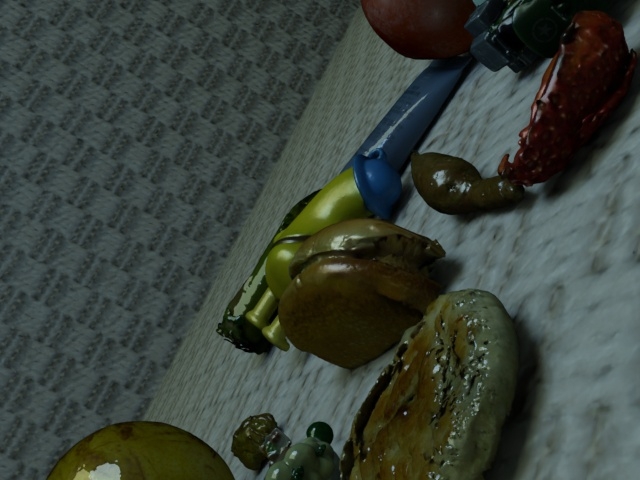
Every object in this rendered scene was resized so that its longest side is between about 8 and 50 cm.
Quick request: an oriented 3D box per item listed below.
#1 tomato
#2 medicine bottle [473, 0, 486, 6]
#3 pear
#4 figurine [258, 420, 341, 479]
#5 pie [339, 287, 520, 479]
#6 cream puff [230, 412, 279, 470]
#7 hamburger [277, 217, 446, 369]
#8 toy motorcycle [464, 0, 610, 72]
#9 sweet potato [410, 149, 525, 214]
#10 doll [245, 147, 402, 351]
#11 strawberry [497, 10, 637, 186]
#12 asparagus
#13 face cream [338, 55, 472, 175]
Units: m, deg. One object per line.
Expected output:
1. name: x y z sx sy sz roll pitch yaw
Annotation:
1. tomato: 0.186 -0.427 1.198 0.265 0.265 0.265 -55 13 19
2. medicine bottle: 0.320 -0.401 0.987 0.121 0.083 0.229 -31 -7 -35
3. pear: -0.241 0.381 0.969 0.280 0.281 0.280 -55 13 19
4. figurine: -0.032 0.271 0.807 0.147 0.093 0.197 -53 8 -24
5. pie: 0.091 0.168 0.657 0.274 0.055 0.274 -61 10 18
6. cream puff: -0.102 0.302 1.088 0.083 0.058 0.083 -43 22 48
7. hamburger: 0.037 0.052 0.905 0.283 0.157 0.144 -45 18 55
8. toy motorcycle: 0.271 -0.282 0.874 0.187 0.125 0.275 -52 8 -15
9. sweet potato: 0.168 -0.063 0.871 0.074 0.075 0.269 -59 23 2
10. doll: 0.000 0.000 1.180 0.199 0.145 0.363 34 90 43
11. strawberry: 0.250 -0.134 0.715 0.121 0.082 0.188 -4 -64 -81
12. asparagus: -0.068 0.047 1.438 0.108 0.128 0.382 29 86 42
13. face cream: 0.123 -0.169 1.270 0.385 0.086 0.135 -54 23 3
